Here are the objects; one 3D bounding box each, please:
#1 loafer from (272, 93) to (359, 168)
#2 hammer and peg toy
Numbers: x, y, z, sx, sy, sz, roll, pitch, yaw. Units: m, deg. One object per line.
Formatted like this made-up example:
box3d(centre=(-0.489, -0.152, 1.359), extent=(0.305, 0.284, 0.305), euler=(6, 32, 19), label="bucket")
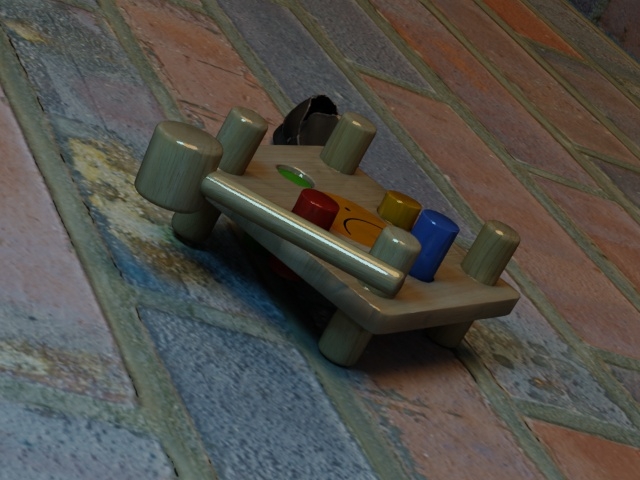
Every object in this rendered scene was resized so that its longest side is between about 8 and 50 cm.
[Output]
box3d(centre=(0.001, -0.094, 1.936), extent=(0.080, 0.078, 0.220), euler=(19, 20, -24), label="loafer")
box3d(centre=(0.000, 0.000, 1.611), extent=(0.266, 0.127, 0.361), euler=(38, 21, 24), label="hammer and peg toy")
